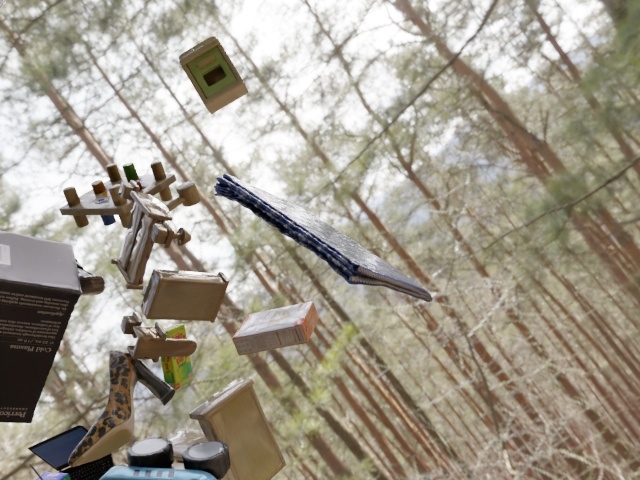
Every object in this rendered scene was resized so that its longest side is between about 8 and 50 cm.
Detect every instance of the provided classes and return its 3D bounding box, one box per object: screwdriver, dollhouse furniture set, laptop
[{"bbox_3d":[-0.608,0.556,1.387,0.025,0.170,0.024,-31,30,-30],"label":"screwdriver"},{"bbox_3d":[-0.388,0.068,1.493,0.173,0.355,0.303,8,-68,-39],"label":"dollhouse furniture set"},{"bbox_3d":[-0.320,0.530,1.675,0.394,0.257,0.362,-12,13,44],"label":"dollhouse furniture set"},{"bbox_3d":[-0.853,0.805,2.135,0.234,0.264,0.136,-25,-21,12],"label":"laptop"}]

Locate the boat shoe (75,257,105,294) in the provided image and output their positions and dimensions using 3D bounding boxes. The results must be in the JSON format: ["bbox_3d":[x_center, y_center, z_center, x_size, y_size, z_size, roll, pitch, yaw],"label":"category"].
[{"bbox_3d":[-0.745,0.084,1.713,0.355,0.130,0.132,4,2,27],"label":"boat shoe"}]

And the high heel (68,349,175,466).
[{"bbox_3d":[-0.473,0.354,1.336,0.261,0.186,0.093,-38,-28,-40],"label":"high heel"}]

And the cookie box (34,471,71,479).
[{"bbox_3d":[-0.658,0.595,1.453,0.091,0.040,0.107,-10,12,32],"label":"cookie box"}]

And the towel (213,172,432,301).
[{"bbox_3d":[0.000,0.000,0.996,0.243,0.336,0.040,20,-78,-53],"label":"towel"}]

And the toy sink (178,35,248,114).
[{"bbox_3d":[-0.366,-0.566,2.035,0.152,0.234,0.131,-30,-3,0],"label":"toy sink"}]

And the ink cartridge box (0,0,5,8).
[{"bbox_3d":[-0.622,-0.380,1.075,0.115,0.067,0.198,-27,44,31],"label":"ink cartridge box"}]

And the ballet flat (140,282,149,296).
[{"bbox_3d":[-0.545,0.168,2.110,0.086,0.086,0.248,-36,23,-31],"label":"ballet flat"}]

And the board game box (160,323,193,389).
[{"bbox_3d":[-0.445,0.355,1.887,0.043,0.181,0.092,-6,5,23],"label":"board game box"}]

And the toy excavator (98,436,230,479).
[{"bbox_3d":[-0.431,0.611,1.291,0.432,0.223,0.445,-2,7,12],"label":"toy excavator"}]

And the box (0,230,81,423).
[{"bbox_3d":[-0.652,0.144,1.094,0.313,0.343,0.179,-62,37,17],"label":"box"}]

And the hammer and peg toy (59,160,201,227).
[{"bbox_3d":[-0.551,-0.135,1.794,0.361,0.127,0.266,1,28,28],"label":"hammer and peg toy"}]

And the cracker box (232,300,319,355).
[{"bbox_3d":[-0.135,0.267,1.883,0.232,0.067,0.156,-13,17,17],"label":"cracker box"}]
